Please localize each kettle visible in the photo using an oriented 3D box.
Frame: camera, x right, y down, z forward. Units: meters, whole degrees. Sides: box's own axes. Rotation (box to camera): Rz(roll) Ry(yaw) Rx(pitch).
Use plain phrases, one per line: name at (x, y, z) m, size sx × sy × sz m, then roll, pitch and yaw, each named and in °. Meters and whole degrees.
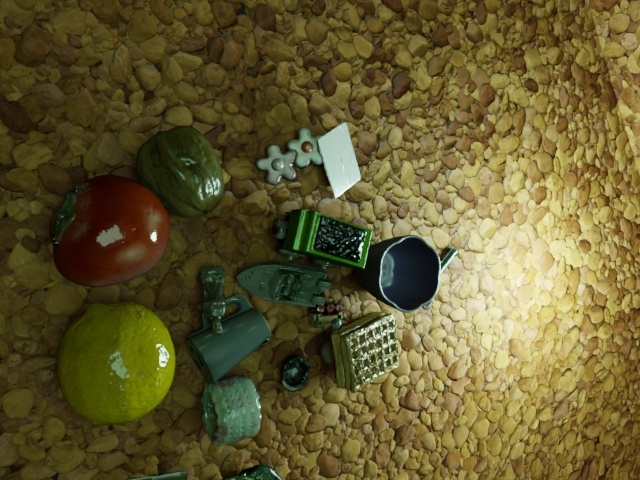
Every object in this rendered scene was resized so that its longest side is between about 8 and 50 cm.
kettle at (-0.302, 0.300, 1.730) m, size 0.243 × 0.160 × 0.211 m, roll -32°, pitch 76°, yaw -29°

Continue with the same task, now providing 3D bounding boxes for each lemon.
lemon at (-0.561, 0.336, 1.499) m, size 0.336 × 0.336 × 0.336 m, roll -1°, pitch 92°, yaw -27°

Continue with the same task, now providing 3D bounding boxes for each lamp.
lamp at (0.047, 0.353, 1.910) m, size 0.091 × 0.091 × 0.163 m, roll 2°, pitch 99°, yaw -27°

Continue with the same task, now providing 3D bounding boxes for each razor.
razor at (0.456, 0.134, 2.142) m, size 0.111 × 0.056 × 0.278 m, roll 37°, pitch 65°, yaw 14°

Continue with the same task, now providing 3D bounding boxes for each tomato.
tomato at (-0.569, -0.020, 1.480) m, size 0.321 × 0.321 × 0.322 m, roll -1°, pitch 92°, yaw -27°

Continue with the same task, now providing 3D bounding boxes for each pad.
pad at (0.070, -0.282, 1.906) m, size 0.156 × 0.004 × 0.232 m, roll -39°, pitch 124°, yaw -33°

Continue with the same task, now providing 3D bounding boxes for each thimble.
thimble at (-0.287, 0.529, 1.714) m, size 0.149 × 0.185 × 0.211 m, roll -5°, pitch 60°, yaw -28°

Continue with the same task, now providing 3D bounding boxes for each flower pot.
flower pot at (0.250, 0.109, 1.928) m, size 0.265 × 0.243 × 0.265 m, roll -1°, pitch 92°, yaw -29°

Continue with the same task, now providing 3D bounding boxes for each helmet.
helmet at (-0.092, 0.451, 1.863) m, size 0.098 × 0.070 × 0.123 m, roll 21°, pitch 89°, yaw -19°

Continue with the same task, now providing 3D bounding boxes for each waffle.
waffle at (0.164, 0.390, 1.918) m, size 0.308 × 0.091 × 0.213 m, roll -12°, pitch 98°, yaw -49°

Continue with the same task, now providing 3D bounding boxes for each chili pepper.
chili pepper at (-0.258, 0.825, 1.781) m, size 0.264 × 0.116 × 0.148 m, roll -18°, pitch 88°, yaw -26°

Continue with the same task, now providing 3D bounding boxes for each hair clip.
hair clip at (-0.096, -0.287, 1.841) m, size 0.257 × 0.075 × 0.146 m, roll -31°, pitch 109°, yaw -18°

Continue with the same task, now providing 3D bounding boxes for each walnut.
walnut at (-0.405, -0.197, 1.593) m, size 0.227 × 0.283 × 0.283 m, roll -30°, pitch 106°, yaw 3°

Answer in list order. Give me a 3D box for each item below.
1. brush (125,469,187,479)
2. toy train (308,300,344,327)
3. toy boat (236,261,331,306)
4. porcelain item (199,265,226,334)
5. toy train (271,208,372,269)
brush at (-0.508, 0.751, 1.688) m, size 0.190 × 0.027 × 0.034 m, roll 3°, pitch 92°, yaw -28°
toy train at (0.024, 0.262, 1.928) m, size 0.137 × 0.050 × 0.087 m, roll -3°, pitch 97°, yaw -28°
toy boat at (-0.127, 0.143, 1.812) m, size 0.319 × 0.092 × 0.141 m, roll 11°, pitch 115°, yaw -18°
porcelain item at (-0.335, 0.188, 1.682) m, size 0.081 × 0.069 × 0.216 m, roll 2°, pitch 63°, yaw -20°
toy train at (0.000, 0.000, 1.797) m, size 0.307 × 0.249 × 0.174 m, roll 17°, pitch 82°, yaw -25°
